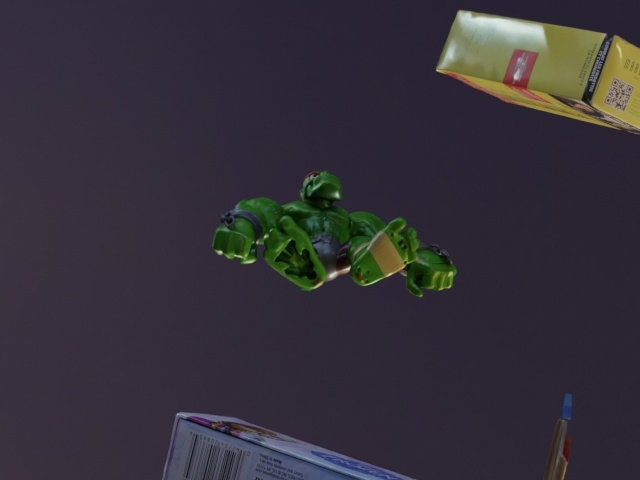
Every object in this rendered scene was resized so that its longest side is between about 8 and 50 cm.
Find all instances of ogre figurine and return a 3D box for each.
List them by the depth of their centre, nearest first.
[{"bbox_3d":[0.000,0.000,1.497,0.118,0.197,0.097,-136,-143,-66],"label":"ogre figurine"}]

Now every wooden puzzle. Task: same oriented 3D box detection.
[{"bbox_3d":[0.194,0.191,1.491,0.014,0.078,0.116,11,-61,3],"label":"wooden puzzle"}]

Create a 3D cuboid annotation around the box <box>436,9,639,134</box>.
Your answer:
[{"bbox_3d":[0.188,-0.134,1.443,0.232,0.087,0.058,25,-86,60],"label":"box"}]

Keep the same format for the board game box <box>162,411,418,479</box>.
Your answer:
[{"bbox_3d":[0.014,0.292,1.046,0.318,0.066,0.318,15,-89,37],"label":"board game box"}]
